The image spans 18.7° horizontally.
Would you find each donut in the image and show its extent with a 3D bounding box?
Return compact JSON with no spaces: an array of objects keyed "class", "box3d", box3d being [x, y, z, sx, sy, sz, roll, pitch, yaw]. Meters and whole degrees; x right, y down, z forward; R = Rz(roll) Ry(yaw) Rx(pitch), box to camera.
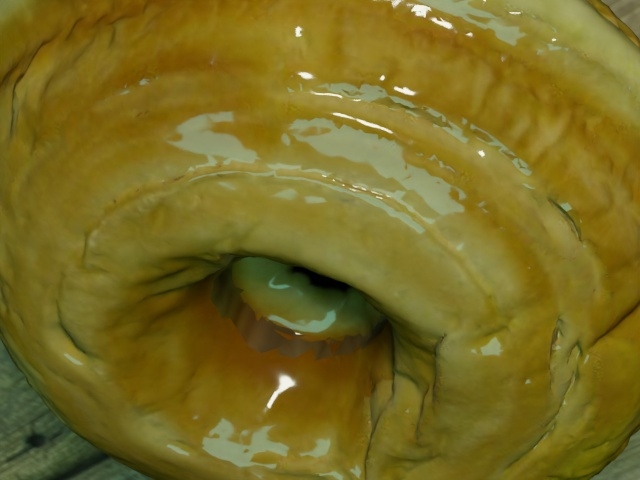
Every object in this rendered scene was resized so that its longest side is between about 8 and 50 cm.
[{"class":"donut","box3d":[0.000,0.000,1.061,0.449,0.198,0.449,10,138,9]}]
